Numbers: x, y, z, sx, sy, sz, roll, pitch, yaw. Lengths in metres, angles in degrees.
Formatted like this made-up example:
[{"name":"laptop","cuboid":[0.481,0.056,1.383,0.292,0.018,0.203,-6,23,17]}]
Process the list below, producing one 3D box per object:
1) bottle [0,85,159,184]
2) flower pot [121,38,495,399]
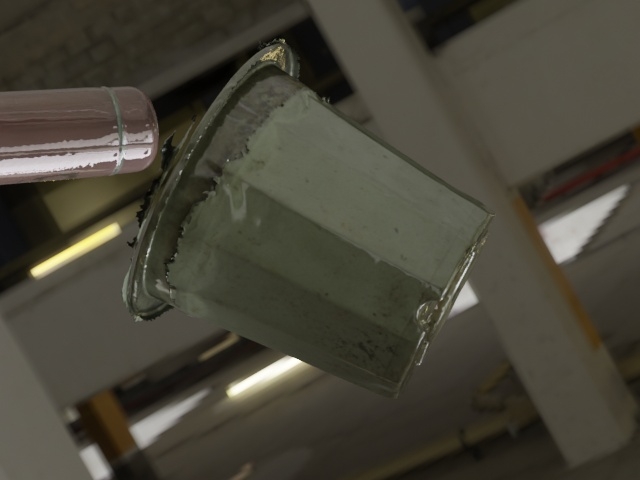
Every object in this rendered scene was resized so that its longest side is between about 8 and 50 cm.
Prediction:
[{"name":"bottle","cuboid":[-0.163,-0.059,0.819,0.140,0.053,0.053,-7,172,-28]},{"name":"flower pot","cuboid":[0.000,0.000,1.274,0.290,0.259,0.290,-60,172,-15]}]
